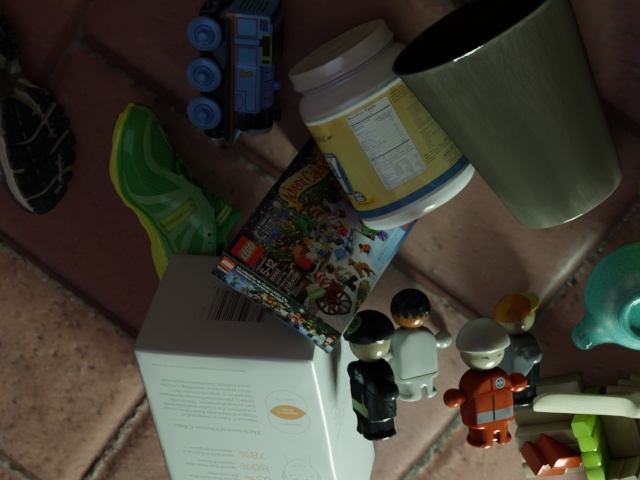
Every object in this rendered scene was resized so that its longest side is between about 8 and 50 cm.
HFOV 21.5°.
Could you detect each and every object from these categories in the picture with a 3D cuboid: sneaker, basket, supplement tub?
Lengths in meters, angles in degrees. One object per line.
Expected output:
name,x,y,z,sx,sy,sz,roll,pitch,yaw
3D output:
sneaker,-0.400,-0.162,2.067,0.122,0.110,0.283,-5,113,43
basket,0.216,-0.138,1.795,0.204,0.154,0.227,-31,111,-2
sneaker,-0.160,-0.045,2.026,0.123,0.109,0.295,-9,122,23
supplement tub,0.066,-0.128,1.862,0.144,0.144,0.200,-23,107,29

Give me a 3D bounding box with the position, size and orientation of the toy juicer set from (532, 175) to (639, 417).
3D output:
toy juicer set,0.396,0.080,1.889,0.209,0.089,0.329,21,115,-6

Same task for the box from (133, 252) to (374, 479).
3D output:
box,-0.070,0.199,2.020,0.215,0.168,0.345,3,132,14

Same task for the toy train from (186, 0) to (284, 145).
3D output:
toy train,-0.095,-0.197,1.930,0.105,0.080,0.184,8,119,10

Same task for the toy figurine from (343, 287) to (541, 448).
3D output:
toy figurine,0.144,0.134,1.936,0.213,0.209,0.148,1,106,25

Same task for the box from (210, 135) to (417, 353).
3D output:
box,0.000,0.000,1.902,0.159,0.233,0.044,35,137,0

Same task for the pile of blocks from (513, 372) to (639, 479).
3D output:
pile of blocks,0.389,0.254,1.962,0.362,0.112,0.149,13,121,14
